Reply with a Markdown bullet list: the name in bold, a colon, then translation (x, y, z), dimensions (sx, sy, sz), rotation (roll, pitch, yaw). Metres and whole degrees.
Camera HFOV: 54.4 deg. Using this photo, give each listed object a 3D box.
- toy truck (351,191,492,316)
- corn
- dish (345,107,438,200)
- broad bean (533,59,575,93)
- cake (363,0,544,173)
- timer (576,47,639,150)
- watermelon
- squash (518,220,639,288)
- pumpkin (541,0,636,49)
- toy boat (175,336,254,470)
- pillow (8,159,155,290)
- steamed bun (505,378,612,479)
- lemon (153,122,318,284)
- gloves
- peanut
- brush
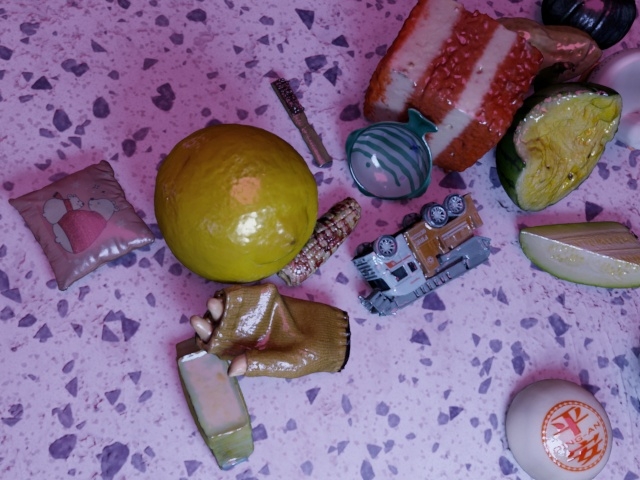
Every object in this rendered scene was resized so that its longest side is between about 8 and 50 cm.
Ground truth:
- **toy truck**: translation (0.223, 0.037, 1.410), dimensions (0.338, 0.133, 0.184), rotation (-31, 91, -19)
- **corn**: translation (0.000, 0.000, 1.402), dimensions (0.086, 0.086, 0.253), rotation (44, 69, 3)
- **dish**: translation (0.175, -0.207, 1.450), dimensions (0.224, 0.246, 0.078), rotation (36, 35, -5)
- **broad bean**: translation (0.615, -0.337, 1.573), dimensions (0.049, 0.144, 0.292), rotation (-51, 128, -14)
- **cake**: translation (0.295, -0.365, 1.461), dimensions (0.320, 0.270, 0.269), rotation (31, 71, -1)
- **timer**: translation (0.794, -0.361, 1.574), dimensions (0.234, 0.240, 0.233), rotation (-2, 117, -4)
- **watermelon**: translation (0.541, -0.245, 1.482), dimensions (0.331, 0.330, 0.189), rotation (-25, 58, -16)
- **squash**: translation (0.634, 0.058, 1.487), dimensions (0.289, 0.111, 0.203), rotation (-6, 44, -16)
- **pumpkin**: translation (0.727, -0.635, 1.635), dimensions (0.248, 0.248, 0.248), rotation (3, 74, -10)
- **toy boat**: translation (-0.214, 0.323, 1.268), dimensions (0.111, 0.084, 0.276), rotation (-18, 78, -17)
- **pillow**: translation (-0.501, -0.040, 1.314), dimensions (0.223, 0.084, 0.236), rotation (-32, 80, -15)
- **steamed bun**: translation (0.528, 0.416, 1.351), dimensions (0.232, 0.145, 0.231), rotation (3, 74, -10)
- **lemon**: translation (-0.173, -0.078, 1.263), dimensions (0.348, 0.348, 0.348), rotation (3, 74, -10)
- **gloves**: translation (-0.098, 0.193, 1.269), dimensions (0.356, 0.155, 0.203), rotation (17, 58, -32)
- **peanut**: translation (0.536, -0.483, 1.596), dimensions (0.340, 0.174, 0.158), rotation (5, 49, -12)
- **brush**: translation (-0.045, -0.288, 1.498), dimensions (0.043, 0.036, 0.248), rotation (-27, 81, -12)
